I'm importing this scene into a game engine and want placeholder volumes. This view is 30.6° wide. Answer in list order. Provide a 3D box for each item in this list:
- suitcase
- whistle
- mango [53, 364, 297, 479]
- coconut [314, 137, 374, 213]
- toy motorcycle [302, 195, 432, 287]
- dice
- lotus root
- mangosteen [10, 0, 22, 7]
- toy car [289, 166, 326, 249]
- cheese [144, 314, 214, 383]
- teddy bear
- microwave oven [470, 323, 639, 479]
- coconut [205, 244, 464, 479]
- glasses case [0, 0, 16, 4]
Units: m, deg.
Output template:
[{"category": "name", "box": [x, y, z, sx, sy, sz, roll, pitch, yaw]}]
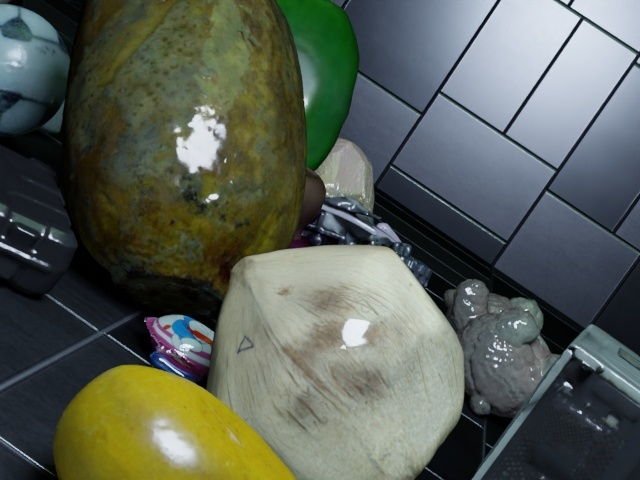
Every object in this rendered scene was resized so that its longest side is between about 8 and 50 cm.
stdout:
[{"category": "suitcase", "box": [-0.352, -0.066, 1.001, 0.285, 0.066, 0.206, 28, 12, -27]}, {"category": "whistle", "box": [-0.349, -0.191, 1.369, 0.163, 0.163, 0.289, 38, 11, 22]}, {"category": "mango", "box": [-0.077, 0.157, 0.732, 0.195, 0.098, 0.137, 40, 6, -8]}, {"category": "coconut", "box": [0.003, -0.087, 1.931, 0.194, 0.194, 0.194, 33, 10, -6]}, {"category": "toy motorcycle", "box": [0.000, 0.000, 1.653, 0.326, 0.143, 0.188, 19, 2, 6]}, {"category": "dice", "box": [-0.143, -0.251, 1.755, 0.287, 0.297, 0.300, 16, 3, -45]}, {"category": "lotus root", "box": [-0.135, -0.096, 1.169, 0.250, 0.250, 0.346, 25, 54, -41]}, {"category": "mangosteen", "box": [-0.493, -0.321, 1.489, 0.194, 0.194, 0.230, 37, 36, 19]}, {"category": "toy car", "box": [-0.129, -0.110, 1.422, 0.340, 0.240, 0.271, 35, 11, 28]}, {"category": "cheese", "box": [-0.119, 0.099, 1.032, 0.095, 0.038, 0.145, 33, 9, -2]}, {"category": "teddy bear", "box": [0.257, 0.158, 1.652, 0.236, 0.151, 0.267, 54, 11, -5]}, {"category": "microwave oven", "box": [0.336, 0.275, 1.129, 0.355, 0.218, 0.286, 36, 11, 13]}, {"category": "coconut", "box": [0.003, 0.103, 0.951, 0.224, 0.224, 0.224, 33, 10, -6]}, {"category": "glasses case", "box": [-0.428, -0.292, 1.340, 0.321, 0.122, 0.082, -31, 95, -40]}]
